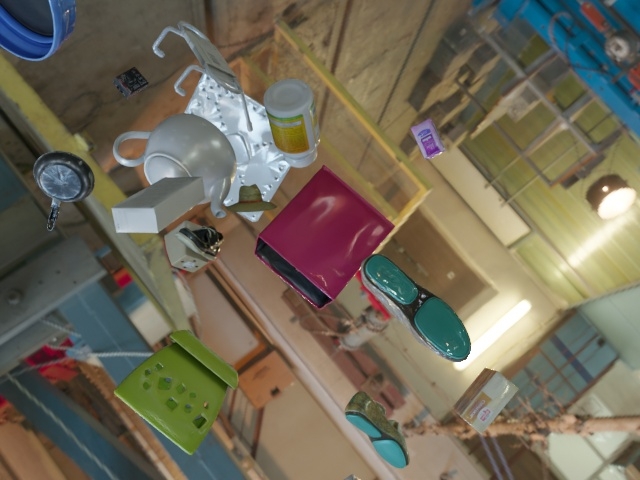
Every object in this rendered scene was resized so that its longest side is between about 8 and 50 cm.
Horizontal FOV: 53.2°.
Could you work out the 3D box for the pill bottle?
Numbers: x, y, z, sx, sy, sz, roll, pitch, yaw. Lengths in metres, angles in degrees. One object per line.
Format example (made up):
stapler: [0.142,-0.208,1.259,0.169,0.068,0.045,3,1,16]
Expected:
pill bottle: [-0.073,-0.322,1.804,0.136,0.136,0.245,-37,150,-16]

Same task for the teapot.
teapot: [-0.351,-0.183,1.599,0.256,0.252,0.187,-5,-145,37]

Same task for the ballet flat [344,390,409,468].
ballet flat: [0.206,0.625,2.128,0.123,0.348,0.123,-30,-151,18]

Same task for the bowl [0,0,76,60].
bowl: [-0.681,-0.582,1.367,0.077,0.391,0.391,-47,178,-36]

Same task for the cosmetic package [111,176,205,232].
cosmetic package: [-0.343,-0.081,1.384,0.099,0.060,0.239,-1,-160,15]

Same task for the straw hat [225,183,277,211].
straw hat: [-0.182,-0.115,1.654,0.144,0.061,0.144,-1,-168,0]

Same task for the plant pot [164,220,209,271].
plant pot: [-0.356,0.024,1.752,0.109,0.096,0.109,23,139,-39]

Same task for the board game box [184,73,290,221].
board game box: [-0.291,-0.310,2.150,0.390,0.390,0.050,-55,-175,30]

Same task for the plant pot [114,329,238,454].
plant pot: [-0.325,0.341,1.507,0.207,0.227,0.228,-51,-176,-17]

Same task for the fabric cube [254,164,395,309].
fabric cube: [0.000,0.000,1.726,0.258,0.254,0.259,-50,179,-15]

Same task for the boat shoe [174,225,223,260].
boat shoe: [-0.297,-0.007,1.587,0.079,0.084,0.233,-56,170,-3]

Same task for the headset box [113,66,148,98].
headset box: [-0.542,-0.446,1.815,0.083,0.062,0.032,-47,-172,-36]

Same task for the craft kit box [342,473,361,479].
craft kit box: [0.062,0.687,1.524,0.247,0.250,0.061,-36,-150,19]

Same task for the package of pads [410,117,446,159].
package of pads: [0.242,-0.228,1.435,0.050,0.083,0.032,-26,173,24]

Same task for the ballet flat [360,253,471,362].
ballet flat: [0.213,0.155,1.456,0.107,0.316,0.106,-40,171,-19]

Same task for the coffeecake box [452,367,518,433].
coffeecake box: [0.409,0.397,1.602,0.142,0.068,0.185,-49,170,-3]

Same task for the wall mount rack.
wall mount rack: [-0.310,-0.466,1.829,0.304,0.350,0.130,18,122,-48]

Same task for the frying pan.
frying pan: [-0.901,-0.169,2.145,0.326,0.197,0.053,-38,-151,21]
